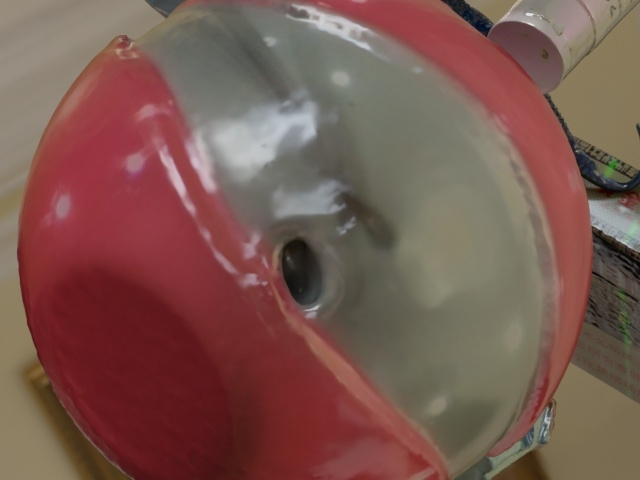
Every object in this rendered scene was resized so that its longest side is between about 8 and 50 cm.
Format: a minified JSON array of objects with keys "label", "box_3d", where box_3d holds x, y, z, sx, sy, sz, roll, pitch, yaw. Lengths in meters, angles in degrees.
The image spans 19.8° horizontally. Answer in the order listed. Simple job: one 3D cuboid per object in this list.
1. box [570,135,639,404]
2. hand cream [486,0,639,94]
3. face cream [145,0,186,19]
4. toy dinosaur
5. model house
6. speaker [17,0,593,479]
[{"label":"box","box_3d":[0.312,0.051,1.821,0.198,0.084,0.310,32,-21,26]},{"label":"hand cream","box_3d":[0.235,-0.233,1.462,0.070,0.312,0.111,-12,-63,48]},{"label":"face cream","box_3d":[-0.030,-0.144,1.502,0.086,0.135,0.385,47,-5,31]},{"label":"toy dinosaur","box_3d":[0.142,-0.158,1.670,0.363,0.076,0.147,46,-39,-19]},{"label":"model house","box_3d":[0.170,0.170,1.810,0.148,0.148,0.119,-29,-96,61]},{"label":"speaker","box_3d":[0.000,0.000,0.942,0.294,0.294,0.294,55,-13,19]}]
